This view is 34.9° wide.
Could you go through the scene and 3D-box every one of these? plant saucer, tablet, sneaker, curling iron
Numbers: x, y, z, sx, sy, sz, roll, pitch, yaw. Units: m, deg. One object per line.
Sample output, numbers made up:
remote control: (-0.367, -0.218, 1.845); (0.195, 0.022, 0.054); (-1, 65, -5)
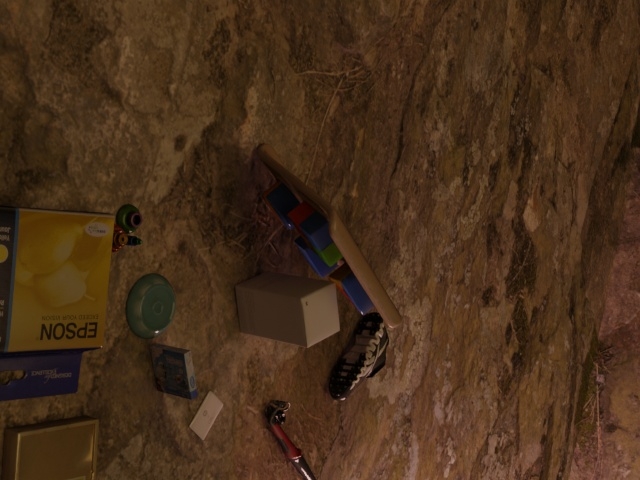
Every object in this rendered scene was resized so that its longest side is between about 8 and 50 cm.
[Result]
plant saucer: (-0.298, 0.119, 1.830); (0.119, 0.021, 0.119); (-10, 103, -52)
tablet: (-0.221, 0.339, 1.973); (0.054, 0.006, 0.083); (55, 52, -40)
sneaker: (0.100, 0.284, 2.329); (0.106, 0.078, 0.234); (57, 49, -36)
curling iron: (-0.054, 0.442, 2.181); (0.068, 0.035, 0.274); (-51, 132, -36)

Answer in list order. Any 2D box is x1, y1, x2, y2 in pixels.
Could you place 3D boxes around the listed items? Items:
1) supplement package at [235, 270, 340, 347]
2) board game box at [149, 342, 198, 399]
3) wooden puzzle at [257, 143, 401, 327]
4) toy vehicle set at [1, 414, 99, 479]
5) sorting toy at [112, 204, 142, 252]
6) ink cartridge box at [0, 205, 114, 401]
supplement package: (-0.065, 0.133, 2.003); (0.105, 0.179, 0.105); (-22, 112, -46)
board game box: (-0.264, 0.235, 1.832); (0.020, 0.090, 0.090); (-24, 113, -48)
wooden puzzle: (0.000, 0.000, 2.007); (0.080, 0.348, 0.322); (-37, 130, -4)
toy vehicle set: (-0.444, 0.430, 1.664); (0.166, 0.035, 0.267); (2, 93, -53)
sorting toy: (-0.331, -0.016, 1.752); (0.102, 0.042, 0.061); (-53, 133, -35)
ink cartridge box: (-0.463, 0.101, 1.575); (0.303, 0.072, 0.307); (3, 90, -53)
